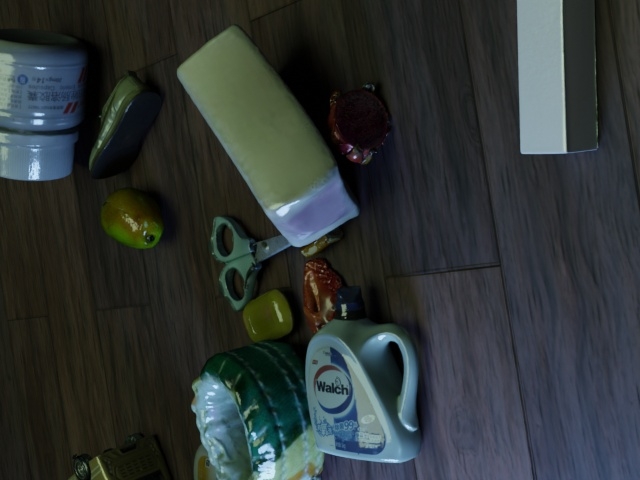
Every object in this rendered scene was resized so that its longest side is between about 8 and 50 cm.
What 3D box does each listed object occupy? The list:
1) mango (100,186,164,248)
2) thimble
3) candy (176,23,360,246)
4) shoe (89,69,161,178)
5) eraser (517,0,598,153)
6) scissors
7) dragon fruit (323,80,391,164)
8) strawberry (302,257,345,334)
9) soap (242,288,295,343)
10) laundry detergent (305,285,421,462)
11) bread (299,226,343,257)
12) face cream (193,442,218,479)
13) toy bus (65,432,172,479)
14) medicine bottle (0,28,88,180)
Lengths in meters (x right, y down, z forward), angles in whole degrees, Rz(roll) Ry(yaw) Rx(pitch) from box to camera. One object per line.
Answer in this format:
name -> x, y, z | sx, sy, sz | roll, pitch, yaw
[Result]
mango -> -0.409, -0.054, 2.281 | 0.233, 0.111, 0.125 | 33, 109, 55
thimble -> -0.108, 0.331, 1.943 | 0.254, 0.167, 0.288 | -31, 78, 57
candy -> -0.085, -0.168, 1.787 | 0.145, 0.208, 0.359 | -33, 65, 0
shoe -> -0.431, -0.240, 2.280 | 0.275, 0.103, 0.098 | -53, 57, 33
eraser -> 0.316, -0.266, 1.430 | 0.078, 0.076, 0.298 | 5, 101, 49
scissors -> -0.117, 0.020, 1.982 | 0.360, 0.029, 0.191 | -22, 79, 58
dragon fruit -> 0.052, -0.184, 1.729 | 0.068, 0.112, 0.126 | -32, 72, 62
strawberry -> 0.004, 0.105, 1.878 | 0.104, 0.048, 0.152 | -38, 71, 42
soap -> -0.095, 0.144, 1.998 | 0.140, 0.045, 0.089 | -29, 75, 49
laundry detergent -> 0.073, 0.216, 1.774 | 0.214, 0.105, 0.281 | 2, 95, 40
bread -> 0.000, 0.000, 1.862 | 0.083, 0.047, 0.036 | -32, 79, 47
face cream -> -0.144, 0.485, 2.095 | 0.291, 0.071, 0.144 | 8, 102, 48
toy bus -> -0.493, 0.591, 2.439 | 0.365, 0.176, 0.202 | -43, 71, 43
medicine bottle -> -0.652, -0.307, 2.408 | 0.245, 0.245, 0.306 | 27, 117, 43
